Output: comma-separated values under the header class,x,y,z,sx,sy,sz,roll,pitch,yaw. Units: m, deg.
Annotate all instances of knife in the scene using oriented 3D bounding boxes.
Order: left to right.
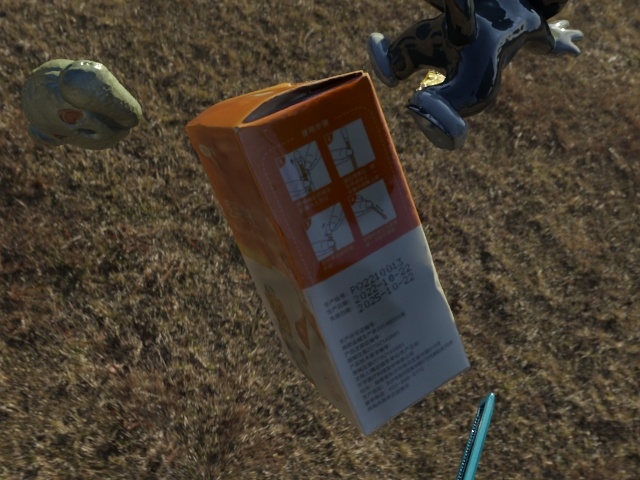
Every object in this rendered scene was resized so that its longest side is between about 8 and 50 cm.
class,x,y,z,sx,sy,sz,roll,pitch,yaw
knife,0.195,0.323,0.865,0.026,0.044,0.296,29,45,6

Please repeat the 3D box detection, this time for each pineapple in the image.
class,x,y,z,sx,sy,sz,roll,pitch,yaw
pineapple,0.221,-0.276,1.233,0.116,0.069,0.137,-7,45,-20

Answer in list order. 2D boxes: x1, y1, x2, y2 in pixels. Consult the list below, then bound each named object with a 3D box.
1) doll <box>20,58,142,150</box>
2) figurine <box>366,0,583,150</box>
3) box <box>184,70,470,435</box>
class,x,y,z,sx,sy,sz,roll,pitch,yaw
doll,-0.239,-0.132,0.624,0.103,0.214,0.072,17,76,-33
figurine,0.117,-0.202,0.476,0.193,0.140,0.265,28,63,17
box,0.000,0.000,0.685,0.143,0.225,0.341,-29,110,-16
